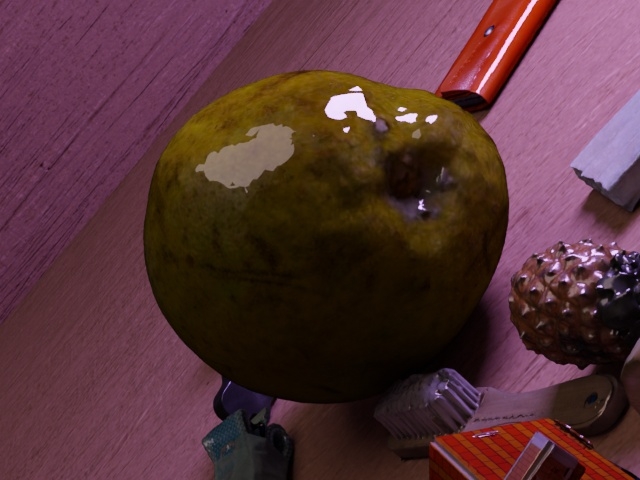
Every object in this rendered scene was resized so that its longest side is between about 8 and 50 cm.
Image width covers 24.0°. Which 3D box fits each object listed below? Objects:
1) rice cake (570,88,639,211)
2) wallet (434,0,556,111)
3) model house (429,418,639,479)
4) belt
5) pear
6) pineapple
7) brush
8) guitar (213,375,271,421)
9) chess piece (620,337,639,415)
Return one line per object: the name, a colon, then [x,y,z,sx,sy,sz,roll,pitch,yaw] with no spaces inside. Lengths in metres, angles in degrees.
rice cake: [0.330,-0.125,1.407,0.211,0.038,0.124,-50,17,6]
wallet: [0.221,-0.251,1.911,0.204,0.045,0.142,-57,18,-14]
model house: [0.139,0.227,1.006,0.207,0.154,0.294,-51,18,-1]
belt: [-0.081,0.275,1.565,0.072,0.087,0.302,-49,17,22]
pear: [0.000,0.000,1.496,0.413,0.352,0.352,-33,25,58]
pineapple: [0.250,0.046,1.161,0.237,0.111,0.119,-13,54,59]
brush: [0.142,0.143,1.316,0.070,0.065,0.327,-57,19,-25]
guitar: [-0.098,0.217,1.763,0.025,0.088,0.233,-33,35,48]
chess piece: [0.378,-0.036,0.843,0.442,0.234,0.234,-53,17,-13]
